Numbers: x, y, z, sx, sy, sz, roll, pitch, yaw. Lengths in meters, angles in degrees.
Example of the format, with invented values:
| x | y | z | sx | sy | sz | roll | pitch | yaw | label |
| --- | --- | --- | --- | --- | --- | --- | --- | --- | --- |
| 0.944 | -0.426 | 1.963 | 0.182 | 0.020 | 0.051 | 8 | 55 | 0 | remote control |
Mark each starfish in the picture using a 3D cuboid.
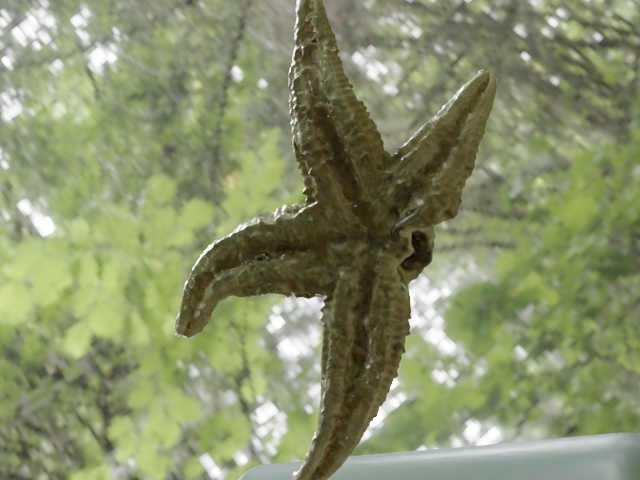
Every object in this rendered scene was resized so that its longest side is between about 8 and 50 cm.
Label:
| x | y | z | sx | sy | sz | roll | pitch | yaw | label |
| --- | --- | --- | --- | --- | --- | --- | --- | --- | --- |
| -0.002 | -0.001 | 0.933 | 0.050 | 0.138 | 0.247 | 19 | -85 | -65 | starfish |

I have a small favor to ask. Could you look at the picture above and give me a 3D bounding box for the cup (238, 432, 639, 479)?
| x | y | z | sx | sy | sz | roll | pitch | yaw | label |
| --- | --- | --- | --- | --- | --- | --- | --- | --- | --- |
| 0.106 | 0.236 | 1.159 | 0.312 | 0.205 | 0.205 | -8 | -41 | 21 | cup |
